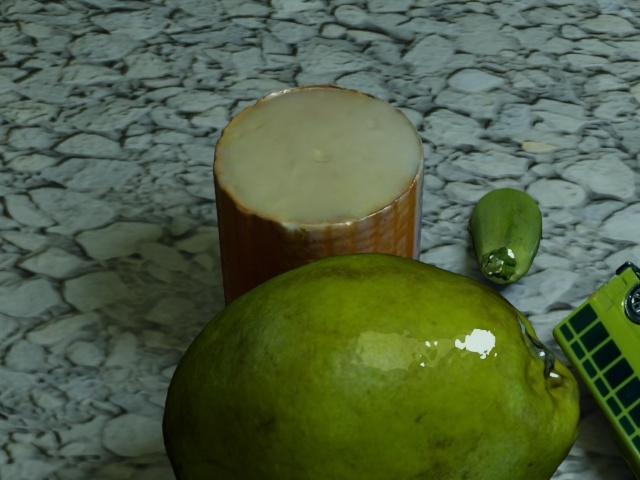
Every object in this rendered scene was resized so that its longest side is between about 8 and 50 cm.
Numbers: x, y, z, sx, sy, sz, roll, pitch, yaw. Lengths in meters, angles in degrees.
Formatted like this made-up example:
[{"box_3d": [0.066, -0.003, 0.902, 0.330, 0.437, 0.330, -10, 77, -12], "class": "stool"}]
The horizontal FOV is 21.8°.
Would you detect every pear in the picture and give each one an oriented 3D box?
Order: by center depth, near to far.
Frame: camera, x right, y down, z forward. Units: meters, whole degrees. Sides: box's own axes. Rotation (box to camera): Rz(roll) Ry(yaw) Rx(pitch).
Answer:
[{"box_3d": [0.044, 0.186, 1.629, 0.413, 0.352, 0.352, -17, 39, 33], "class": "pear"}]

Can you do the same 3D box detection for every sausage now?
[{"box_3d": [0.000, 0.000, 1.846, 0.233, 0.287, 0.233, -1, 49, 1], "class": "sausage"}]

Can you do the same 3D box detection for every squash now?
[{"box_3d": [0.216, 0.013, 1.973, 0.090, 0.075, 0.200, 25, 28, -1], "class": "squash"}]

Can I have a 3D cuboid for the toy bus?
[{"box_3d": [0.372, 0.166, 1.771, 0.150, 0.128, 0.262, -42, 49, 15], "class": "toy bus"}]
